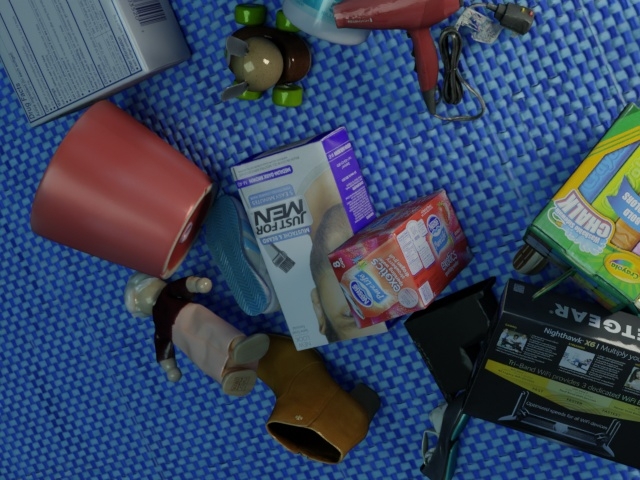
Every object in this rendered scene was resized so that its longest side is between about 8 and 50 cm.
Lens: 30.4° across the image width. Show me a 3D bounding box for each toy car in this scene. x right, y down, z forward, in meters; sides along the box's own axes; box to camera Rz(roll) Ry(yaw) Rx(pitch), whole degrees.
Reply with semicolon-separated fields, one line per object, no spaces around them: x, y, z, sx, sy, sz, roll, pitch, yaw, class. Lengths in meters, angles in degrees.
-0.114;-0.286;1.886;0.149;0.188;0.155;12;112;22;toy car

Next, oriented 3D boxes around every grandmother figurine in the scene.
-0.239;0.154;2.106;0.342;0.104;0.208;34;101;39;grandmother figurine

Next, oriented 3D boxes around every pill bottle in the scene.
0.048;-0.440;1.776;0.146;0.146;0.264;29;118;15;pill bottle

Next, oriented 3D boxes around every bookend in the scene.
0.246;0.163;1.932;0.157;0.072;0.156;-27;95;30;bookend

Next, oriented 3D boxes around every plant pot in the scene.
-0.329;-0.071;2.041;0.243;0.275;0.275;29;118;3;plant pot

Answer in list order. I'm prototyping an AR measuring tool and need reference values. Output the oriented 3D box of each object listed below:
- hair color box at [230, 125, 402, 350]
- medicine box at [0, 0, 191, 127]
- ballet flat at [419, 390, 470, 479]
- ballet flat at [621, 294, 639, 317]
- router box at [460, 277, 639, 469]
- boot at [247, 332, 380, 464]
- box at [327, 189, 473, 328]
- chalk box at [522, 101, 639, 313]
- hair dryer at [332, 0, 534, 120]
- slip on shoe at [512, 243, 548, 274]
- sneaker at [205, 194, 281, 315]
0.000;0.000;1.979;0.185;0.110;0.339;-15;102;29;hair color box
-0.415;-0.374;2.030;0.289;0.149;0.263;-19;99;31;medicine box
0.212;0.328;2.010;0.074;0.074;0.203;23;118;18;ballet flat
0.469;0.057;1.783;0.077;0.091;0.241;-34;97;-1;ballet flat
0.394;0.207;1.791;0.309;0.081;0.243;18;132;3;router box
-0.052;0.270;2.037;0.295;0.211;0.104;24;116;18;boot
0.129;0.025;1.834;0.122;0.257;0.128;-20;98;28;box
0.406;-0.015;1.659;0.179;0.180;0.289;39;90;9;chalk box
0.154;-0.295;1.748;0.293;0.080;0.223;23;118;-14;hair dryer
0.358;0.003;1.841;0.041;0.051;0.135;24;115;-28;slip on shoe
-0.127;0.026;2.067;0.087;0.092;0.229;-33;71;34;sneaker
